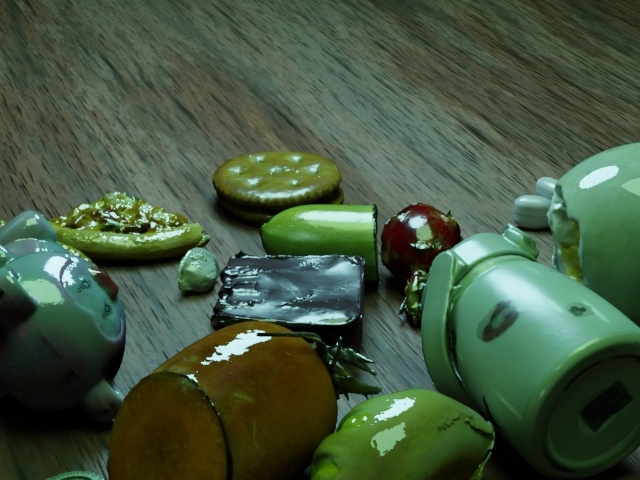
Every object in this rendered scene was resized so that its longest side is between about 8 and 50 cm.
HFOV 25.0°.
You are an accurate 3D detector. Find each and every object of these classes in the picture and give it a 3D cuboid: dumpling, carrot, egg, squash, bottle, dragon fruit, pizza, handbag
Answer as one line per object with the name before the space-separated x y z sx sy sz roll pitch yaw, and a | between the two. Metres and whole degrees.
dumpling | -0.179 0.044 2.128 0.076 0.057 0.052 -7 28 -18
carrot | -0.087 0.192 1.672 0.193 0.214 0.331 16 26 37
egg | 0.497 -0.004 2.026 0.336 0.278 0.278 -5 26 0
squash | 0.000 0.000 2.161 0.187 0.123 0.123 3 26 4
bottle | 0.242 0.124 1.795 0.229 0.229 0.351 -11 33 -26
dragon fruit | 0.148 0.037 2.132 0.125 0.125 0.246 16 43 -3
pizza | -0.315 -0.027 2.260 0.292 0.058 0.197 3 25 2
handbag | -0.044 0.090 2.031 0.216 0.074 0.203 1 26 1

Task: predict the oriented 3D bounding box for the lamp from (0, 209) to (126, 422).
lamp | -0.377 0.107 1.851 0.247 0.247 0.301 -36 28 -6

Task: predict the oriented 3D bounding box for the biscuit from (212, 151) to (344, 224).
biscuit | -0.070 -0.089 2.401 0.220 0.066 0.220 -1 25 0

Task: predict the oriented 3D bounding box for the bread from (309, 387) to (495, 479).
bread | 0.075 0.245 1.632 0.158 0.156 0.261 26 34 36

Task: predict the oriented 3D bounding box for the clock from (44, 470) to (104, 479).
clock | -0.288 0.290 1.673 0.083 0.010 0.074 -15 31 -33

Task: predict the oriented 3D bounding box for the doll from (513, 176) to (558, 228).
doll | 0.403 -0.045 2.357 0.160 0.059 0.161 14 28 25

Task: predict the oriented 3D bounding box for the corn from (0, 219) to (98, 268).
corn | -0.456 0.025 2.105 0.313 0.102 0.102 21 31 24
